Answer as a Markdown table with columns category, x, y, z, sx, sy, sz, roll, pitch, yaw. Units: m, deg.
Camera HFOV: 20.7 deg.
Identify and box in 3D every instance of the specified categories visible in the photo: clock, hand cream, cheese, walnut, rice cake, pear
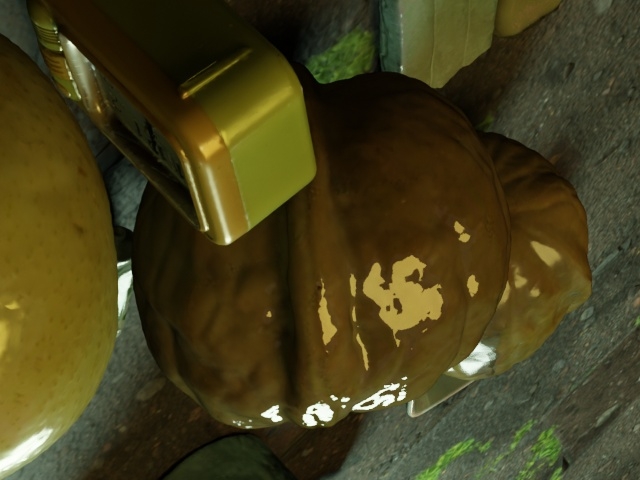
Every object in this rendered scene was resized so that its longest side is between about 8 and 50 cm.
| category | x | y | z | sx | sy | sz | roll | pitch | yaw |
| --- | --- | --- | --- | --- | --- | --- | --- | --- | --- |
| clock | -0.100 | -0.105 | 1.141 | 0.096 | 0.202 | 0.143 | -37 | 151 | -18 |
| hand cream | -0.175 | 0.043 | 1.428 | 0.057 | 0.037 | 0.165 | -26 | 153 | -31 |
| cheese | 0.180 | -0.257 | 1.490 | 0.097 | 0.037 | 0.192 | -35 | 151 | -21 |
| walnut | 0.144 | 0.016 | 1.629 | 0.225 | 0.225 | 0.261 | -42 | 157 | -6 |
| rice cake | 0.095 | -0.208 | 1.443 | 0.124 | 0.038 | 0.211 | -37 | 151 | -15 |
| walnut | 0.000 | 0.000 | 1.349 | 0.296 | 0.285 | 0.285 | -7 | 146 | 0 |
| pear | -0.269 | 0.008 | 0.980 | 0.309 | 0.309 | 0.309 | -33 | 150 | -22 |

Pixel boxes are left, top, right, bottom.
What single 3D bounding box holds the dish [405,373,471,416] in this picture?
| category | x | y | z | sx | sy | sz | roll | pitch | yaw |
| --- | --- | --- | --- | --- | --- | --- | --- | --- | --- |
| dish | 0.171 | 0.080 | 1.898 | 0.234 | 0.064 | 0.154 | -29 | 148 | -26 |

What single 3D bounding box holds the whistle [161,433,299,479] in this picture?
| category | x | y | z | sx | sy | sz | roll | pitch | yaw |
| --- | --- | --- | --- | --- | --- | --- | --- | --- | --- |
| whistle | -0.048 | 0.336 | 1.835 | 0.188 | 0.168 | 0.405 | -49 | 152 | 6 |
